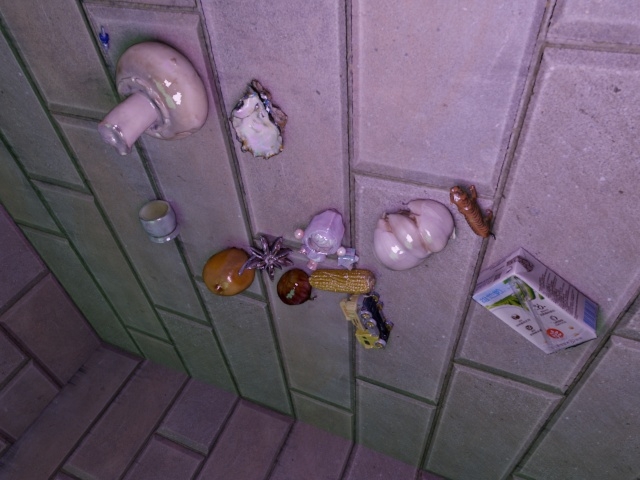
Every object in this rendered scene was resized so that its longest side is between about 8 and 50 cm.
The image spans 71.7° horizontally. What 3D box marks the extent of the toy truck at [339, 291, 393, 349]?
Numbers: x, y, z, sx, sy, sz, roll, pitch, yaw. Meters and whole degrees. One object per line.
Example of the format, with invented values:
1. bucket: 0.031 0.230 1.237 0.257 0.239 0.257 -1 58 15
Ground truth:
1. toy truck: 0.185 0.328 1.836 0.157 0.124 0.272 -3 130 33

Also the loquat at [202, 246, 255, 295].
1. loquat: -0.390 0.140 1.900 0.238 0.238 0.193 -7 127 36

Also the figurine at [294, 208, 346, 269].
1. figurine: 0.000 -0.001 1.608 0.200 0.133 0.276 24 145 -5

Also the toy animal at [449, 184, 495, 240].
1. toy animal: 0.443 -0.075 1.280 0.057 0.099 0.241 -20 118 43

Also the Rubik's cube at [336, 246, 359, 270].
1. Rubik's cube: 0.099 0.072 1.661 0.084 0.075 0.073 20 137 11

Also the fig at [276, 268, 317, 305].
1. fig: -0.106 0.215 1.873 0.149 0.148 0.202 -10 119 6

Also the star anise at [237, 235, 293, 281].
1. star anise: -0.223 0.072 1.808 0.231 0.089 0.209 -2 111 -9

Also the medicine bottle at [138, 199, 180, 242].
1. medicine bottle: -0.701 -0.082 1.935 0.147 0.147 0.143 14 141 19

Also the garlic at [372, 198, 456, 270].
1. garlic: 0.264 -0.010 1.397 0.203 0.185 0.281 53 140 4

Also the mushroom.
1. mushroom: -0.513 -0.408 1.341 0.314 0.336 0.314 19 148 13

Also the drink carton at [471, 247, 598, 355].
1. drink carton: 0.675 0.195 1.394 0.324 0.132 0.194 36 141 -4

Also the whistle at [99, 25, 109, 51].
1. whistle: -0.699 -0.651 1.434 0.033 0.029 0.083 56 150 20

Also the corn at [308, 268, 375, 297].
1. corn: 0.084 0.160 1.748 0.293 0.106 0.106 -1 131 37

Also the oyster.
1. oyster: -0.201 -0.369 1.385 0.198 0.092 0.259 14 147 19
